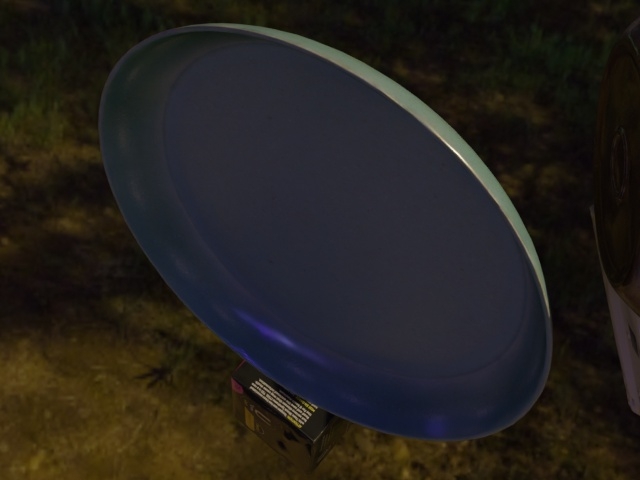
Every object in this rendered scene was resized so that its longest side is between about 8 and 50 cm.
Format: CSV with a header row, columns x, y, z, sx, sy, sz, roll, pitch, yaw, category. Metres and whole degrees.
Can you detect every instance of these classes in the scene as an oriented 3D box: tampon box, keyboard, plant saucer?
x,y,z,sx,sy,sz,roll,pitch,yaw,category
0.002,0.125,0.918,0.101,0.120,0.161,36,64,16,tampon box
0.271,0.081,0.820,0.014,0.256,0.072,-21,34,2,keyboard
0.184,-0.043,0.532,0.036,0.198,0.198,0,22,5,plant saucer
0.000,0.000,0.580,0.317,0.317,0.044,21,51,28,plant saucer
